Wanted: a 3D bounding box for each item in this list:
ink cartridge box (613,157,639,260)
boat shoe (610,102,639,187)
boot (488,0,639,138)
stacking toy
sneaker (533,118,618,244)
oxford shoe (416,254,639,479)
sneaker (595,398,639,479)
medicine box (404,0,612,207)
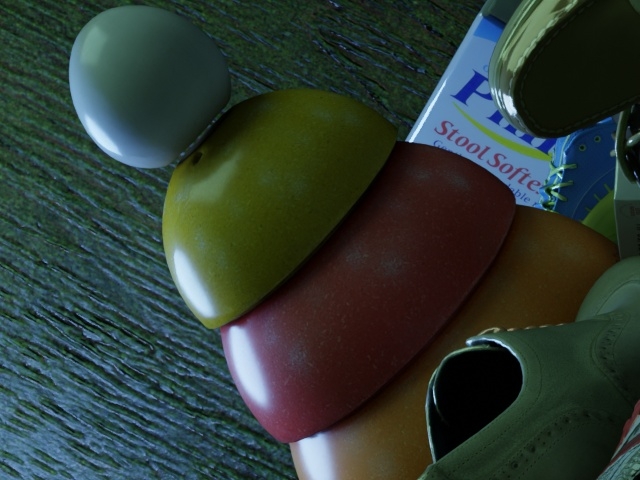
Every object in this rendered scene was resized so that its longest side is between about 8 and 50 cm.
[{"bbox_3d":[0.243,-0.052,1.152,0.104,0.062,0.181,63,-149,-61],"label":"ink cartridge box"},{"bbox_3d":[0.219,-0.080,0.969,0.116,0.097,0.324,104,172,-59],"label":"boat shoe"},{"bbox_3d":[0.222,-0.106,0.820,0.262,0.095,0.203,-32,33,6],"label":"boot"},{"bbox_3d":[0.000,0.000,1.246,0.350,0.480,0.350,-44,8,8],"label":"stacking toy"},{"bbox_3d":[0.224,-0.037,1.462,0.240,0.126,0.091,-32,5,-6],"label":"sneaker"},{"bbox_3d":[0.148,0.082,0.945,0.140,0.146,0.397,-59,-3,24],"label":"oxford shoe"},{"bbox_3d":[0.128,0.150,0.712,0.225,0.088,0.093,-59,-2,10],"label":"sneaker"},{"bbox_3d":[0.235,-0.095,1.646,0.149,0.263,0.289,-56,-4,-47],"label":"medicine box"}]
